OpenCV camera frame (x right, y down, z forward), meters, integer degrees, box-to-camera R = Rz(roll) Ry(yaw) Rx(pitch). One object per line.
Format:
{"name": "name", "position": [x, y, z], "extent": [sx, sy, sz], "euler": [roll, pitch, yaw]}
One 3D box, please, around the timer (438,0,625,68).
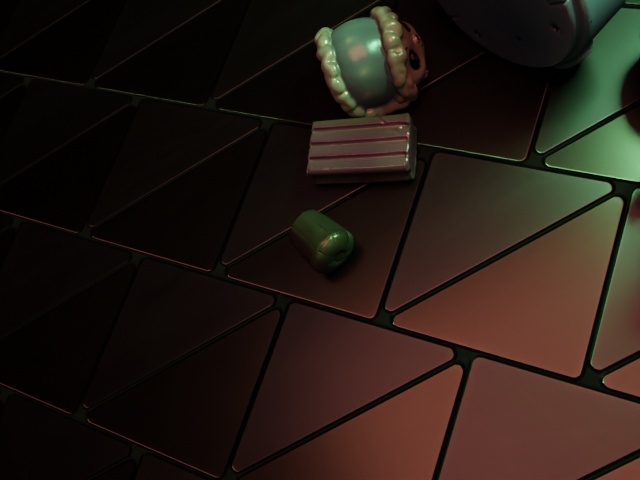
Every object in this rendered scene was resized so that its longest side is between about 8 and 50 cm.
{"name": "timer", "position": [0.354, -0.465, 1.148], "extent": [0.395, 0.395, 0.173], "euler": [40, 85, 27]}

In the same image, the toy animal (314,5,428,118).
{"name": "toy animal", "position": [0.098, -0.358, 1.299], "extent": [0.204, 0.156, 0.208], "euler": [-18, 70, 16]}

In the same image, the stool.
{"name": "stool", "position": [0.000, 0.000, 1.235], "extent": [0.096, 0.096, 0.110], "euler": [-48, 60, -2]}

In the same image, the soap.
{"name": "soap", "position": [0.080, -0.173, 1.284], "extent": [0.203, 0.065, 0.122], "euler": [0, 71, 19]}
